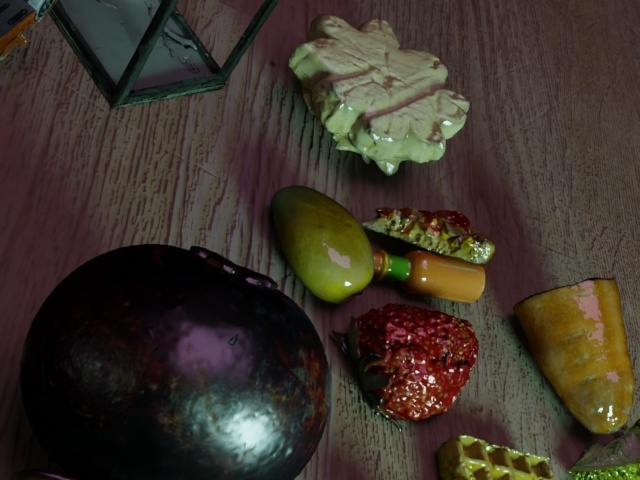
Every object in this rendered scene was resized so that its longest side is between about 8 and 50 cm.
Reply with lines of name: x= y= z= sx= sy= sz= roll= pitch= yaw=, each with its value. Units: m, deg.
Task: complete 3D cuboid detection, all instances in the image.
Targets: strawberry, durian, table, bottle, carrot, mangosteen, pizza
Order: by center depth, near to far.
mangosteen: x=-0.152 y=0.158 z=1.128 sx=0.330 sy=0.330 sz=0.330 roll=20 pitch=44 yaw=-21
strawberry: x=0.146 y=0.159 z=1.479 sx=0.228 sy=0.098 sz=0.174 roll=5 pitch=52 yaw=-32
table: x=-0.242 y=-0.414 z=1.573 sx=0.222 sy=0.272 sz=0.335 roll=-20 pitch=67 yaw=-45
durian: x=0.438 y=0.309 z=1.583 sx=0.215 sy=0.086 sz=0.100 roll=-19 pitch=53 yaw=-42
bottle: x=0.144 y=0.046 z=1.602 sx=0.187 sy=0.069 sz=0.069 roll=12 pitch=48 yaw=-26
carrot: x=0.392 y=0.172 z=1.626 sx=0.159 sy=0.159 sz=0.225 roll=-2 pitch=66 yaw=-38
pizza: x=0.160 y=-0.021 z=1.644 sx=0.199 sy=0.062 sz=0.188 roll=11 pitch=7 yaw=-9

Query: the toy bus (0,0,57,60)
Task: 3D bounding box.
toy bus: x=-0.458 y=-0.258 z=1.366 sx=0.143 sy=0.153 sz=0.329 roll=36 pitch=42 yaw=-6

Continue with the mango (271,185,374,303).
mango: x=0.000 y=0.000 z=1.528 sx=0.130 sy=0.092 sz=0.194 roll=-18 pitch=57 yaw=-42

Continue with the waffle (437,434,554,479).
waffle: x=0.230 y=0.358 z=1.397 sx=0.161 sy=0.055 sz=0.210 roll=19 pitch=46 yaw=-23

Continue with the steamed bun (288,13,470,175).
steamed bun: x=0.074 y=-0.226 z=1.748 sx=0.296 sy=0.137 sz=0.292 roll=9 pitch=50 yaw=-23
